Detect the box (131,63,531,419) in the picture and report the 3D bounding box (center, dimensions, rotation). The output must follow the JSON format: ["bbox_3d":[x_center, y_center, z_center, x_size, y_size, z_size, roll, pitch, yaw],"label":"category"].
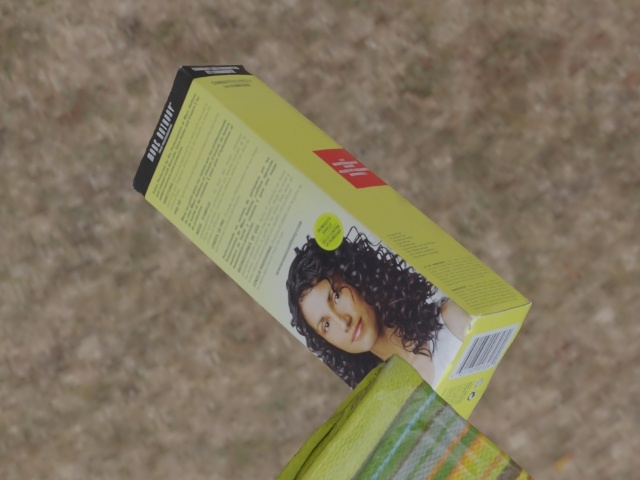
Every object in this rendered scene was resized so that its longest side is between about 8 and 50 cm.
[{"bbox_3d":[0.000,0.000,0.959,0.058,0.232,0.087,-10,133,-49],"label":"box"}]

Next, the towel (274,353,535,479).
[{"bbox_3d":[0.076,0.133,0.365,0.102,0.237,0.021,-52,-177,-28],"label":"towel"}]
